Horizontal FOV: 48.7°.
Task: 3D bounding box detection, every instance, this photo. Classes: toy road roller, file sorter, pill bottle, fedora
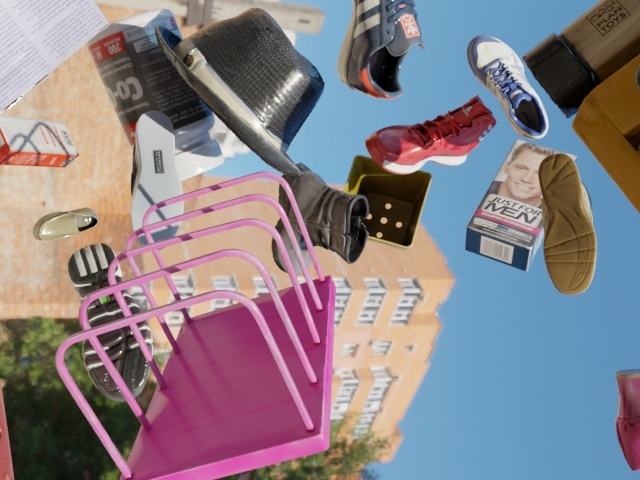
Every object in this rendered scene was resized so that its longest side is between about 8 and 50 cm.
[{"bbox_3d":[0.410,-0.145,0.804,0.202,0.240,0.330,-38,-130,21],"label":"toy road roller"},{"bbox_3d":[-0.111,0.074,0.727,0.291,0.202,0.182,-85,155,-64],"label":"file sorter"},{"bbox_3d":[-0.286,-0.248,1.261,0.161,0.161,0.283,13,-54,67],"label":"pill bottle"},{"bbox_3d":[-0.098,-0.254,1.092,0.152,0.334,0.334,-43,-144,7],"label":"fedora"}]

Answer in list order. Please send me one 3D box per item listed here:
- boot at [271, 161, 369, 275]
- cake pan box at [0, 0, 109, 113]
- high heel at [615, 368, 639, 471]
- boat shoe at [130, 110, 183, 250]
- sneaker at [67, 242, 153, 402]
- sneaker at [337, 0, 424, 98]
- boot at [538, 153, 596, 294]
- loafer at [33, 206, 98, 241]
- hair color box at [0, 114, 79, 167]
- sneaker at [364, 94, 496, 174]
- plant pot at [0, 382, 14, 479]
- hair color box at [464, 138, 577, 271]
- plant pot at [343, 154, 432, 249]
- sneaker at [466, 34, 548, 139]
[{"bbox_3d":[0.000,0.000,1.665,0.222,0.118,0.338,34,-37,28],"label":"boot"},{"bbox_3d":[-0.388,-0.245,0.714,0.070,0.267,0.246,23,-26,47],"label":"cake pan box"},{"bbox_3d":[0.461,0.201,0.793,0.082,0.244,0.117,3,81,-70],"label":"high heel"},{"bbox_3d":[-0.264,-0.088,1.112,0.076,0.080,0.229,138,-54,-64],"label":"boat shoe"},{"bbox_3d":[-0.331,0.152,1.169,0.162,0.106,0.281,92,-20,-59],"label":"sneaker"},{"bbox_3d":[0.130,-0.419,1.274,0.148,0.131,0.350,40,-41,37],"label":"sneaker"},{"bbox_3d":[0.484,-0.023,1.375,0.095,0.203,0.262,-11,-100,23],"label":"boot"},{"bbox_3d":[-0.551,-0.037,1.541,0.050,0.148,0.056,16,-58,42],"label":"loafer"},{"bbox_3d":[-0.473,-0.161,1.159,0.043,0.141,0.072,-33,-102,25],"label":"hair color box"},{"bbox_3d":[0.173,-0.171,1.053,0.128,0.221,0.087,-48,-114,43],"label":"sneaker"},{"bbox_3d":[-0.596,0.304,1.006,0.267,0.235,0.267,93,-15,-80],"label":"plant pot"},{"bbox_3d":[0.526,-0.100,1.854,0.347,0.174,0.105,-55,153,-30],"label":"hair color box"},{"bbox_3d":[0.169,-0.080,1.915,0.187,0.212,0.212,70,36,-74],"label":"plant pot"},{"bbox_3d":[0.467,-0.376,1.718,0.112,0.296,0.131,-37,-172,13],"label":"sneaker"}]
